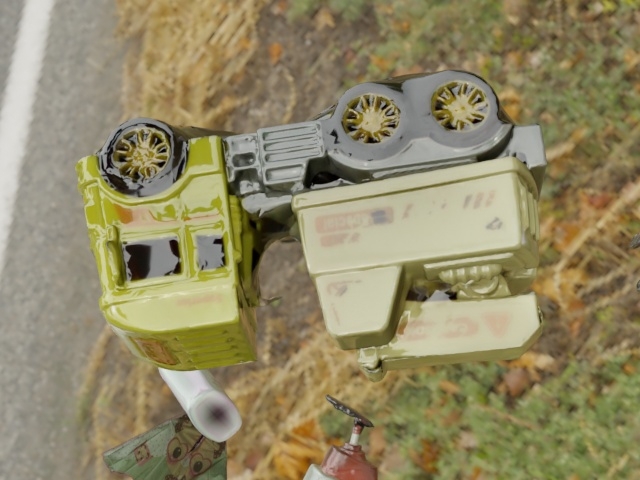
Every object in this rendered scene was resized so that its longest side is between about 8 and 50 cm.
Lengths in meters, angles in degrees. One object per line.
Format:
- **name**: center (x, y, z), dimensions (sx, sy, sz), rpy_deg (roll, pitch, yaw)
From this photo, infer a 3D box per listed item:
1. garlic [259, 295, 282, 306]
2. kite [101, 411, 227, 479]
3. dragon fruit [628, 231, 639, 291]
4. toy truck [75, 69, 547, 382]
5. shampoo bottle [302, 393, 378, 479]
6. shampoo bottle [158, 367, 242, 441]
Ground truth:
- **garlic**: center (-0.138, 0.033, 1.429), dimensions (0.115, 0.128, 0.207), rpy_deg (-53, 25, 16)
- **kite**: center (-0.174, 0.284, 1.438), dimensions (0.012, 0.229, 0.250), rpy_deg (17, 75, 44)
- **dragon fruit**: center (0.364, 0.006, 1.159), dimensions (0.121, 0.142, 0.130), rpy_deg (122, 168, -49)
- **toy truck**: center (0.000, 0.000, 1.131), dimensions (0.405, 0.181, 0.254), rpy_deg (-8, 67, 1)
- **shampoo bottle**: center (0.011, 0.343, 1.636), dimensions (0.071, 0.153, 0.284), rpy_deg (-161, 87, -80)
- **shampoo bottle**: center (-0.122, 0.146, 1.267), dimensions (0.043, 0.072, 0.099), rpy_deg (-38, 41, -5)
